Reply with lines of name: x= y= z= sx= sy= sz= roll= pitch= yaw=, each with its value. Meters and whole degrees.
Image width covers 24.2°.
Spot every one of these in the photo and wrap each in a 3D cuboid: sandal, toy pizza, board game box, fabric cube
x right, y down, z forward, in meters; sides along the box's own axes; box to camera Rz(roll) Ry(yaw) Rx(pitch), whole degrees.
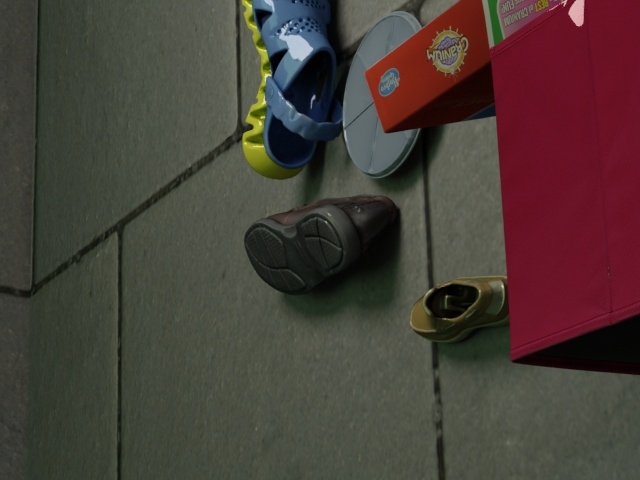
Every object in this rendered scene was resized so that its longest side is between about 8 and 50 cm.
sandal: x=-0.022 y=-0.240 z=1.916 sx=0.138 sy=0.126 sz=0.317 roll=-2 pitch=90 yaw=59
toy pizza: x=0.085 y=-0.172 z=1.775 sx=0.201 sy=0.032 sz=0.201 roll=-26 pitch=61 yaw=59
board game box: x=0.221 y=-0.189 z=1.289 sx=0.316 sy=0.242 sz=0.064 roll=-31 pitch=73 yaw=57
fabric cube: x=0.302 y=-0.050 z=1.096 sx=0.259 sy=0.254 sz=0.258 roll=-31 pitch=56 yaw=58

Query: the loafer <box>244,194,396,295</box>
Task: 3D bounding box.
loafer: x=0.000 y=0.000 z=1.866 sx=0.109 sy=0.095 sz=0.302 roll=65 pitch=156 yaw=-5

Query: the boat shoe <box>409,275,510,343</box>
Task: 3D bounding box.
boat shoe: x=0.138 y=0.066 z=1.577 sx=0.190 sy=0.072 sz=0.068 roll=-27 pitch=61 yaw=58
